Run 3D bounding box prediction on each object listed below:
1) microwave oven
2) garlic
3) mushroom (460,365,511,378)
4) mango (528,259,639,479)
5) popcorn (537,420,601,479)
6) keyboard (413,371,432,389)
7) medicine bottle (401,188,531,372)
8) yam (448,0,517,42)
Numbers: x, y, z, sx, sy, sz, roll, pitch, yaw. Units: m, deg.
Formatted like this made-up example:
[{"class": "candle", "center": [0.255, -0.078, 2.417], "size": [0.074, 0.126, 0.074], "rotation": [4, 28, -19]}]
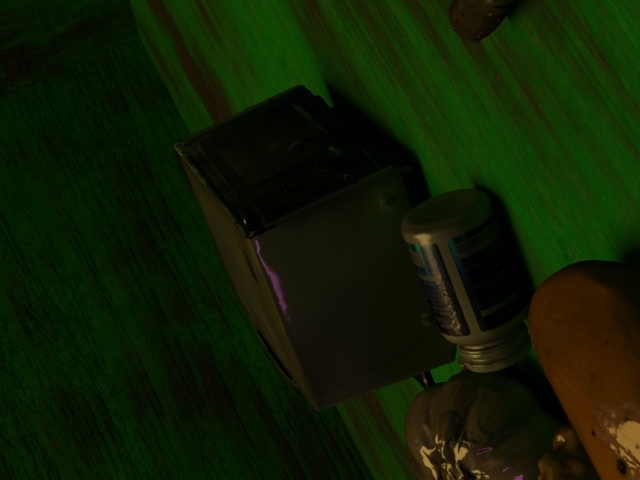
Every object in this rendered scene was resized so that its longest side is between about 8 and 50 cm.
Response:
[{"class": "microwave oven", "center": [0.000, 0.000, 2.181], "size": [0.394, 0.247, 0.333], "rotation": [-131, 20, -61]}, {"class": "garlic", "center": [0.196, 0.262, 1.898], "size": [0.228, 0.152, 0.228], "rotation": [23, 134, 25]}, {"class": "mushroom", "center": [0.215, 0.215, 2.030], "size": [0.072, 0.094, 0.210], "rotation": [48, 166, 52]}, {"class": "mango", "center": [0.266, 0.124, 1.284], "size": [0.359, 0.144, 0.187], "rotation": [-122, 13, -51]}, {"class": "popcorn", "center": [0.272, 0.336, 1.546], "size": [0.225, 0.265, 0.332], "rotation": [22, 99, 52]}, {"class": "keyboard", "center": [0.129, 0.171, 2.646], "size": [0.106, 0.016, 0.262], "rotation": [68, 170, -20]}, {"class": "medicine bottle", "center": [0.169, 0.046, 1.759], "size": [0.191, 0.107, 0.107], "rotation": [68, 171, -19]}, {"class": "yam", "center": [0.144, -0.212, 1.360], "size": [0.054, 0.054, 0.132], "rotation": [64, 172, 6]}]
